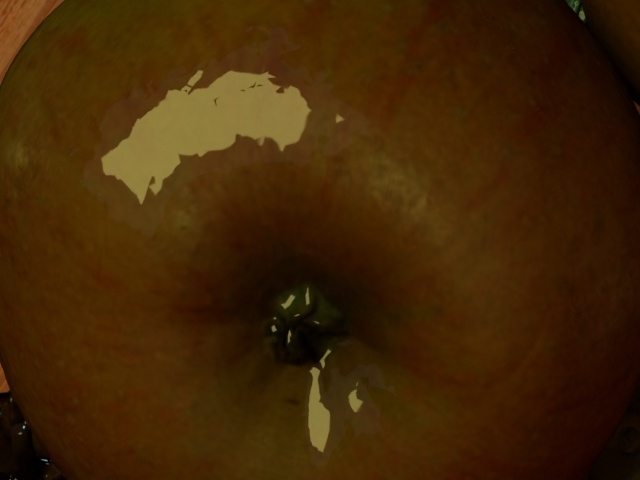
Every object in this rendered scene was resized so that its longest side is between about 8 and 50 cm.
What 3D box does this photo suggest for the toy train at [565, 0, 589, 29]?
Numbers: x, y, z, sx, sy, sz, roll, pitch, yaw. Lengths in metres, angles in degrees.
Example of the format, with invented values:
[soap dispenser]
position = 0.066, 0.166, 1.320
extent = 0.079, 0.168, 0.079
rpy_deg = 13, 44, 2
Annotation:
[toy train]
position = 0.149, -0.139, 0.927
extent = 0.099, 0.070, 0.172
rpy_deg = 16, 84, 31

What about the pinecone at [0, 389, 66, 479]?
[pinecone]
position = -0.188, 0.214, 0.943
extent = 0.244, 0.309, 0.244
rpy_deg = -1, 71, 3

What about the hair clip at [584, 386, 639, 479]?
[hair clip]
position = 0.189, 0.150, 0.795
extent = 0.187, 0.056, 0.146
rpy_deg = -40, 46, 24

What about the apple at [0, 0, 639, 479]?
[apple]
position = 0.000, 0.000, 0.756
extent = 0.401, 0.333, 0.400
rpy_deg = 0, 89, 3

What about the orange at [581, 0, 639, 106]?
[orange]
position = 0.255, -0.152, 0.746
extent = 0.236, 0.236, 0.236
rpy_deg = -15, 65, 34
